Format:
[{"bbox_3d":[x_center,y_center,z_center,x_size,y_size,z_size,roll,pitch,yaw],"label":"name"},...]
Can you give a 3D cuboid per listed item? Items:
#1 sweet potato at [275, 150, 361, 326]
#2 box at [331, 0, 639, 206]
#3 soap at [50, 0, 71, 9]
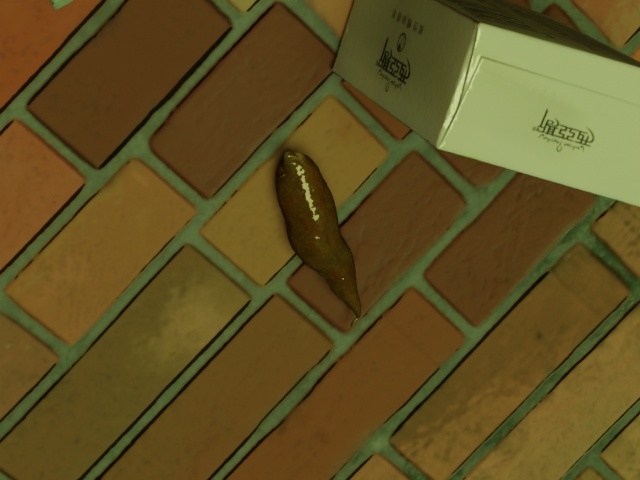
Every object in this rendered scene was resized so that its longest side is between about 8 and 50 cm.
[{"bbox_3d":[0.000,0.000,1.736,0.056,0.056,0.195,-27,120,-7],"label":"sweet potato"},{"bbox_3d":[0.154,-0.138,1.608,0.203,0.274,0.116,13,104,-23],"label":"box"},{"bbox_3d":[-0.240,-0.293,1.507,0.066,0.119,0.198,-30,116,1],"label":"soap"}]
